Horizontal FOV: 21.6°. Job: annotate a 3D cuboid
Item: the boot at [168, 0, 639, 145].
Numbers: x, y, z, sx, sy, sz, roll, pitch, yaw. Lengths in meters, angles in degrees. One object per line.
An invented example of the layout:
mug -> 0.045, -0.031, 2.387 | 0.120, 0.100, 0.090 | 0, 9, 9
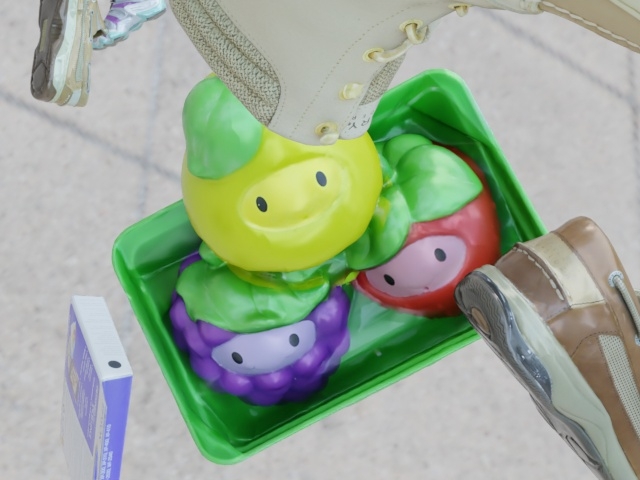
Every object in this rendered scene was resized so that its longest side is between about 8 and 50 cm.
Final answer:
boot -> 0.054, -0.107, 0.729 | 0.262, 0.203, 0.095 | 31, 51, 7

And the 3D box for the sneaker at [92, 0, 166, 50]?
sneaker -> -0.227, -0.259, 1.865 | 0.069, 0.098, 0.038 | 58, -1, 3

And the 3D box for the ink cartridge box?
ink cartridge box -> -0.240, 0.199, 1.815 | 0.045, 0.206, 0.208 | -1, 32, -18

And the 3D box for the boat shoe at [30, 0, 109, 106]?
boat shoe -> -0.263, -0.236, 1.816 | 0.072, 0.068, 0.190 | 12, 86, -34

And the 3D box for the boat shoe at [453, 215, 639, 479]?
boat shoe -> 0.212, 0.095, 1.199 | 0.122, 0.120, 0.324 | 49, 0, 39

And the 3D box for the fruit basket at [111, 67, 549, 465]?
fruit basket -> 0.000, 0.000, 1.486 | 0.392, 0.392, 0.283 | -10, 67, -46
